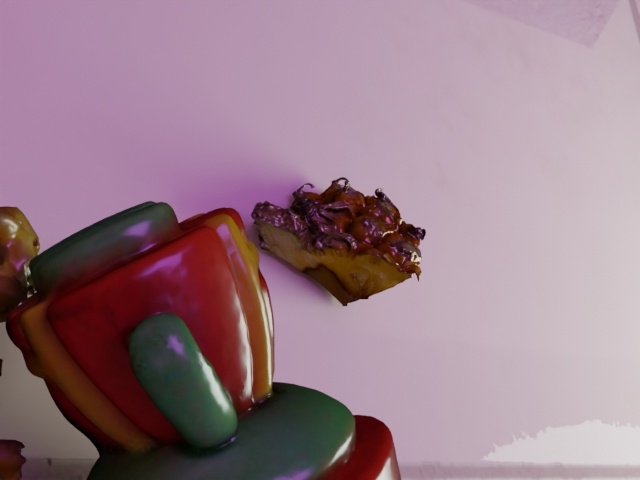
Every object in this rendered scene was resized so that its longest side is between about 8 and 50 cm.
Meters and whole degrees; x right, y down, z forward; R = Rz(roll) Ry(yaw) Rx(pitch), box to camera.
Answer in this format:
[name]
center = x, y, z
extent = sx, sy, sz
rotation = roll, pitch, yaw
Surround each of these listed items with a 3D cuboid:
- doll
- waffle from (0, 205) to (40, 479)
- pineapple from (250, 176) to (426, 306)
[doll]
center = -0.032, 0.155, 0.620
extent = 0.160, 0.182, 0.363
rotation = -18, 94, -18
[waffle]
center = -0.226, 0.048, 0.584
extent = 0.291, 0.051, 0.291
rotation = 19, 59, -35
[pineapple]
center = 0.000, 0.000, 0.830
extent = 0.114, 0.077, 0.114
rotation = 13, 26, -27
